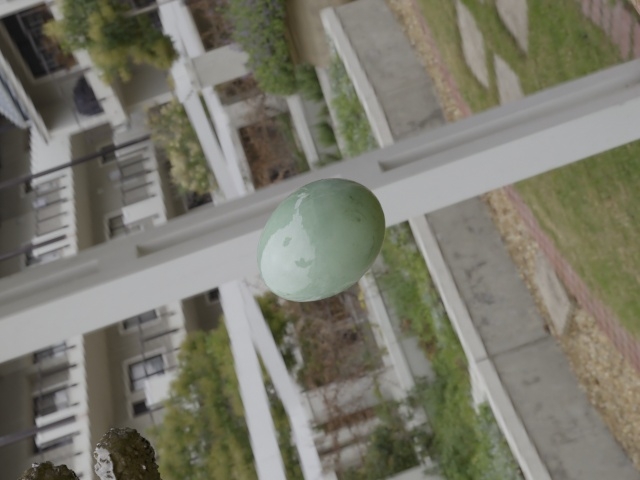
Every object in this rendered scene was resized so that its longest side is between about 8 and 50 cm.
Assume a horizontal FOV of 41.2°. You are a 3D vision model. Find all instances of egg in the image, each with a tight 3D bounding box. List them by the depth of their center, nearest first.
[{"bbox_3d":[0.000,0.000,1.155,0.149,0.192,0.149,53,-178,-2],"label":"egg"}]

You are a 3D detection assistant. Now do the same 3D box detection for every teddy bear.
[{"bbox_3d":[-0.169,0.296,0.775,0.251,0.182,0.129,58,179,39],"label":"teddy bear"}]

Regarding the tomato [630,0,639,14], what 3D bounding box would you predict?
[{"bbox_3d":[0.430,-0.288,0.798,0.270,0.270,0.223,71,-176,-48],"label":"tomato"}]
